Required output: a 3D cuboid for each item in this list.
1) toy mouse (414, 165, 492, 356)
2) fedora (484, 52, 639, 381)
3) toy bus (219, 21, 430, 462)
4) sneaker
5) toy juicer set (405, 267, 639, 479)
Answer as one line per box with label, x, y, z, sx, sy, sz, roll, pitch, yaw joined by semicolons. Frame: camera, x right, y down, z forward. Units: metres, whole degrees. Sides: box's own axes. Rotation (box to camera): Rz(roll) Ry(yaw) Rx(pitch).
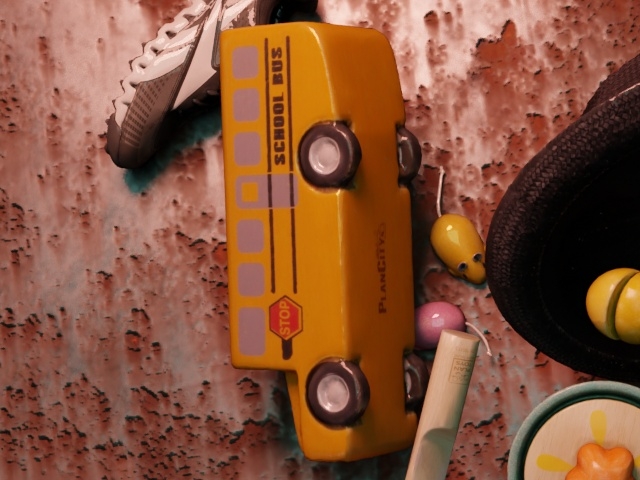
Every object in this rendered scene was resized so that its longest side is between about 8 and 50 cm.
toy mouse;0.070;0.038;1.436;0.143;0.031;0.161;-28;76;3
fedora;0.279;-0.046;1.338;0.334;0.334;0.152;-11;41;7
toy bus;0.000;0.000;1.384;0.130;0.108;0.332;-1;91;33
sneaker;-0.085;-0.147;1.476;0.106;0.078;0.234;33;84;17
toy juicer set;0.195;0.129;1.269;0.329;0.089;0.209;-7;95;7
